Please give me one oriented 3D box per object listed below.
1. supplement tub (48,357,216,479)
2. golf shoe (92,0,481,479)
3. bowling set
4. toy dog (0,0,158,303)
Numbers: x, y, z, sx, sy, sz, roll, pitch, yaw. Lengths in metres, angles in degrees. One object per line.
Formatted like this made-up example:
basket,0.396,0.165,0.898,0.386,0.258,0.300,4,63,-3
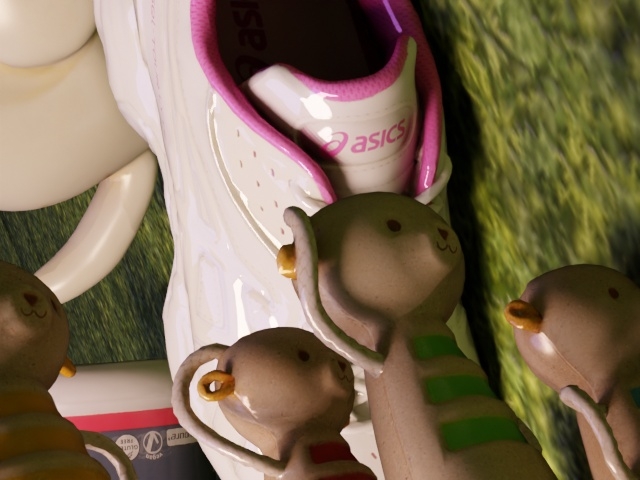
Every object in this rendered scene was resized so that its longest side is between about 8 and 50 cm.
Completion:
supplement tub,-0.166,0.224,1.204,0.191,0.191,0.272,167,100,-75
golf shoe,0.000,0.000,0.607,0.306,0.115,0.140,70,162,-4
bowling set,0.052,0.049,0.452,0.287,0.200,0.154,22,-144,-49
toy dog,-0.317,-0.118,0.997,0.284,0.408,0.395,-130,25,-53
